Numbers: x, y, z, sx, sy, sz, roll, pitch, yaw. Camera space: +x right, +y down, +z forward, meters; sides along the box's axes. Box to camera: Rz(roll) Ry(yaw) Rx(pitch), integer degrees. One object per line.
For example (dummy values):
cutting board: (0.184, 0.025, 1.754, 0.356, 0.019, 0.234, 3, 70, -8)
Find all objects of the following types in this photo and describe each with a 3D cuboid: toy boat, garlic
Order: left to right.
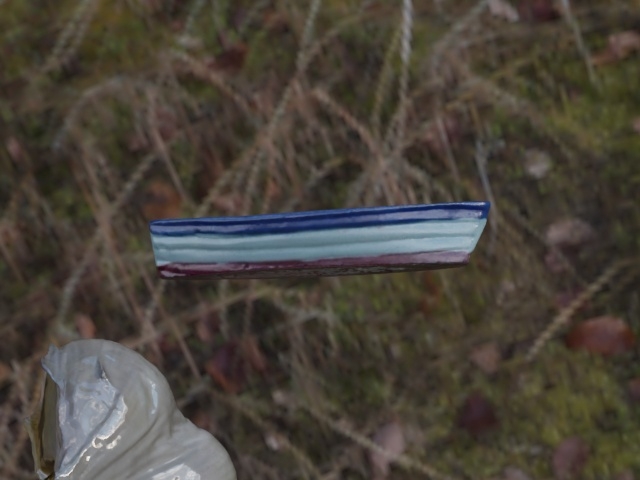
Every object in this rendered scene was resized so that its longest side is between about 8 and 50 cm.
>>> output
garlic: (-0.124, 0.182, 1.189, 0.143, 0.229, 0.178, 5, 5, -12)
toy boat: (0.000, 0.000, 1.215, 0.229, 0.080, 0.046, -2, 77, 5)
